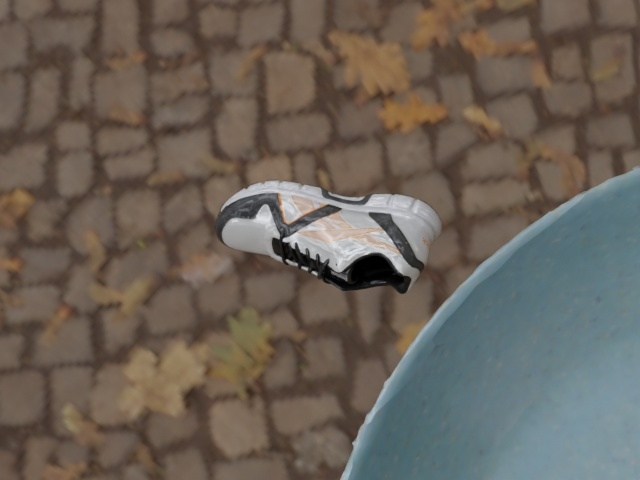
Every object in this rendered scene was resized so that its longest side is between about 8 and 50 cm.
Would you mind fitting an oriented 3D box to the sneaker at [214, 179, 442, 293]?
[{"bbox_3d":[0.000,0.000,0.935,0.109,0.040,0.044,3,54,18],"label":"sneaker"}]

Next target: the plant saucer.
[{"bbox_3d":[0.088,0.078,0.414,0.195,0.037,0.195,0,90,-13],"label":"plant saucer"}]
